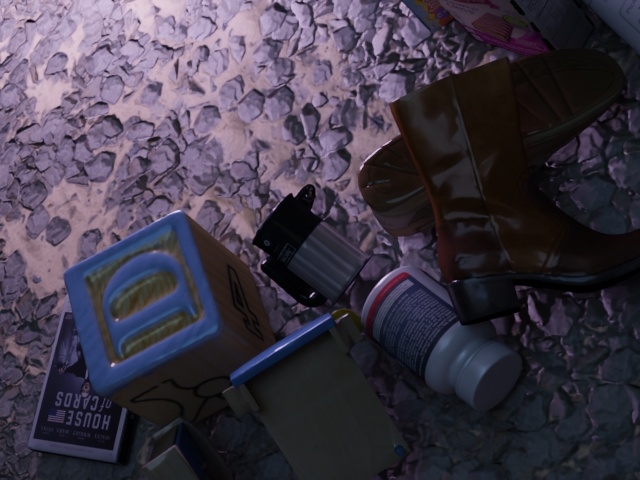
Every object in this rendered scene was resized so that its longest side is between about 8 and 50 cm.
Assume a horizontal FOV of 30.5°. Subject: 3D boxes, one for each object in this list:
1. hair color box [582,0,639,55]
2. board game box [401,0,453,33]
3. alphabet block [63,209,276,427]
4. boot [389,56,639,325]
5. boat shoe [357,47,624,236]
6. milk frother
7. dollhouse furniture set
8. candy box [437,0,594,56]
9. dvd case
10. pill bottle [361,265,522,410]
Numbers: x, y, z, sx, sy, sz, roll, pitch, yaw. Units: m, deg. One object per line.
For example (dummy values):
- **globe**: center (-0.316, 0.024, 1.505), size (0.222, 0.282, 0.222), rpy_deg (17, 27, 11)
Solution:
- **hair color box**: center (0.400, -0.325, 1.339), size (0.374, 0.113, 0.185), rpy_deg (55, 134, 34)
- **board game box**: center (0.124, -0.445, 1.592), size (0.142, 0.144, 0.275), rpy_deg (-35, 57, 17)
- **alphabet block**: center (-0.187, 0.110, 1.528), size (0.192, 0.197, 0.193), rpy_deg (-26, 59, 10)
- **boot**: center (0.239, -0.070, 1.329), size (0.264, 0.096, 0.280), rpy_deg (-16, 79, 9)
- **boat shoe**: center (0.211, -0.118, 1.431), size (0.341, 0.110, 0.122), rpy_deg (-26, 52, 6)
- **milk frother**: center (0.000, 0.000, 1.535), size (0.135, 0.129, 0.143), rpy_deg (38, 62, 3)
- **dollhouse furniture set**: center (-0.021, 0.265, 1.430), size (0.303, 0.198, 0.286), rpy_deg (-34, 95, -2)
- **candy box**: center (0.213, -0.302, 1.421), size (0.159, 0.233, 0.071), rpy_deg (27, 87, 38)
- **dvd case**: center (-0.327, 0.197, 1.706), size (0.179, 0.029, 0.239), rpy_deg (1, 71, 33)
- **pill bottle**: center (0.143, 0.117, 1.380), size (0.180, 0.108, 0.108), rpy_deg (38, 94, 38)
